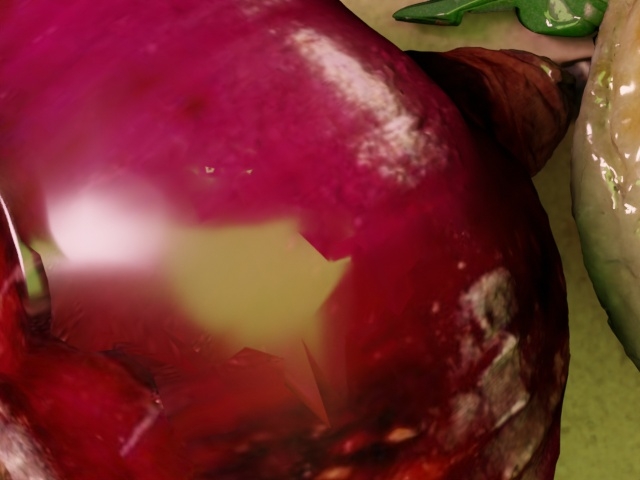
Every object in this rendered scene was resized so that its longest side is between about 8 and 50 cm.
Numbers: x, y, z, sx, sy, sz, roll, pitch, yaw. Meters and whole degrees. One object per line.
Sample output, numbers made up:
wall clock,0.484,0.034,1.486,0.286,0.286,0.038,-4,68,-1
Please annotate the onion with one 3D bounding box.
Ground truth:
onion,0.000,0.000,0.895,0.420,0.398,0.398,-29,94,-24

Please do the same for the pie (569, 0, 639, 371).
pie,0.224,-0.047,0.946,0.067,0.302,0.302,1,94,36

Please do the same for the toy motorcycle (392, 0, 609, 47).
toy motorcycle,0.142,-0.158,1.021,0.190,0.074,0.106,8,101,-3
